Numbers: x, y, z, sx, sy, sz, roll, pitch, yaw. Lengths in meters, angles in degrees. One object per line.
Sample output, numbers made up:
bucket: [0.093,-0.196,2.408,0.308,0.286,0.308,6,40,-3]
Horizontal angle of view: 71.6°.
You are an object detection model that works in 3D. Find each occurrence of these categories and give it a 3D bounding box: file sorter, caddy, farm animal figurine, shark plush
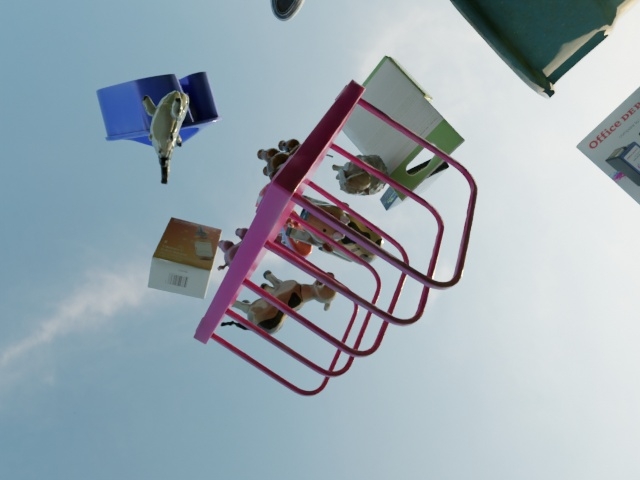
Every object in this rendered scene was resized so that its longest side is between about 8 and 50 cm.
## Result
file sorter: [0.014,0.021,0.507,0.182,0.290,0.202,33,-134,-4]
caddy: [-0.428,-0.334,1.187,0.241,0.341,0.179,-38,-58,-53]
farm animal figurine: [0.000,0.000,0.781,0.327,0.172,0.330,0,-75,-44]
shark plush: [-0.253,-0.179,0.766,0.073,0.067,0.161,-4,-90,15]

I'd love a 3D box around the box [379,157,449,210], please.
box: [0.322,-0.198,1.551,0.183,0.232,0.059,-26,-101,-14]

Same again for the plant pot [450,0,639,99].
plant pot: [0.266,-0.377,0.412,0.341,0.334,0.341,27,-136,-30]

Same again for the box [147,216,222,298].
box: [-0.313,0.038,1.040,0.130,0.091,0.170,14,-148,-12]

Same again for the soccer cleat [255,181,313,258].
soccer cleat: [-0.091,-0.039,1.075,0.083,0.095,0.248,8,-138,-42]

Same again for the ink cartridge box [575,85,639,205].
ink cartridge box: [0.569,-0.141,0.730,0.093,0.154,0.212,-6,-126,-43]

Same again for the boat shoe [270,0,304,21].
boat shoe: [-0.073,-0.746,1.215,0.108,0.301,0.102,25,-139,-9]

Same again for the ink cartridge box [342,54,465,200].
ink cartridge box: [0.155,-0.221,0.882,0.235,0.171,0.056,52,-148,15]
